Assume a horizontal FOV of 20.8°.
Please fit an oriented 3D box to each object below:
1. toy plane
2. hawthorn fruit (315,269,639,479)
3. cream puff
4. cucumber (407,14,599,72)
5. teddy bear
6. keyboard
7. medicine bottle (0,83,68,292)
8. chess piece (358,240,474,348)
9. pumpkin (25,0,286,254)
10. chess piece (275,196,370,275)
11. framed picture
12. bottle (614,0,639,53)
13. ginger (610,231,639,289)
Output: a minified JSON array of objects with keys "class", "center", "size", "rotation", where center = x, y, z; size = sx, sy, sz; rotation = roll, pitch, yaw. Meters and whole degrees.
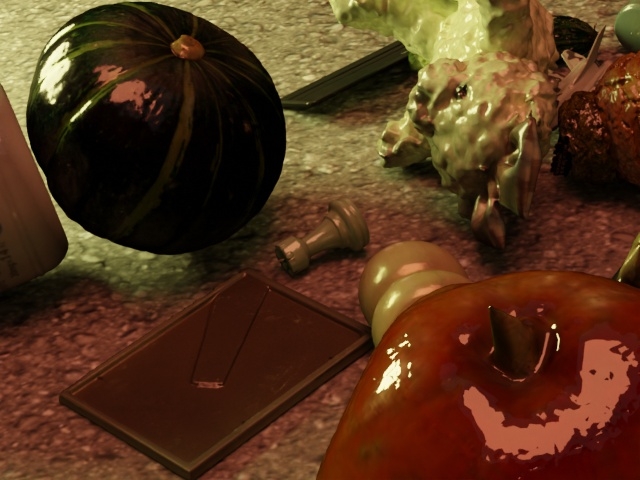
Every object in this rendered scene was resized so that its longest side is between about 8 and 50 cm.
[{"class":"toy plane","center":[0.315,-0.177,2.241],"size":[0.160,0.082,0.234],"rotation":[23,58,21]},{"class":"hawthorn fruit","center":[0.175,0.197,1.435],"size":[0.403,0.403,0.403],"rotation":[-4,35,3]},{"class":"cream puff","center":[0.356,-0.130,2.092],"size":[0.169,0.183,0.183],"rotation":[-11,33,14]},{"class":"cucumber","center":[0.253,-0.262,2.361],"size":[0.265,0.077,0.077],"rotation":[-17,36,-15]},{"class":"teddy bear","center":[0.137,-0.205,2.090],"size":[0.375,0.327,0.362],"rotation":[35,40,3]},{"class":"keyboard","center":[0.104,-0.264,2.406],"size":[0.381,0.041,0.103],"rotation":[-35,23,-27]},{"class":"medicine bottle","center":[-0.467,-0.030,1.985],"size":[0.306,0.245,0.245],"rotation":[-23,37,-8]},{"class":"chess piece","center":[0.127,0.099,1.801],"size":[0.167,0.167,0.300],"rotation":[-11,31,-8]},{"class":"pumpkin","center":[-0.193,-0.137,2.050],"size":[0.323,0.241,0.323],"rotation":[23,38,-19]},{"class":"chess piece","center":[0.000,0.000,2.038],"size":[0.103,0.067,0.067],"rotation":[-30,40,-16]},{"class":"framed picture","center":[-0.108,0.137,1.891],"size":[0.213,0.016,0.289],"rotation":[24,45,37]},{"class":"bottle","center":[0.508,-0.355,2.451],"size":[0.082,0.082,0.286],"rotation":[17,40,29]},{"class":"ginger","center":[0.461,0.022,1.708],"size":[0.358,0.211,0.413],"rotation":[20,4,41]}]
